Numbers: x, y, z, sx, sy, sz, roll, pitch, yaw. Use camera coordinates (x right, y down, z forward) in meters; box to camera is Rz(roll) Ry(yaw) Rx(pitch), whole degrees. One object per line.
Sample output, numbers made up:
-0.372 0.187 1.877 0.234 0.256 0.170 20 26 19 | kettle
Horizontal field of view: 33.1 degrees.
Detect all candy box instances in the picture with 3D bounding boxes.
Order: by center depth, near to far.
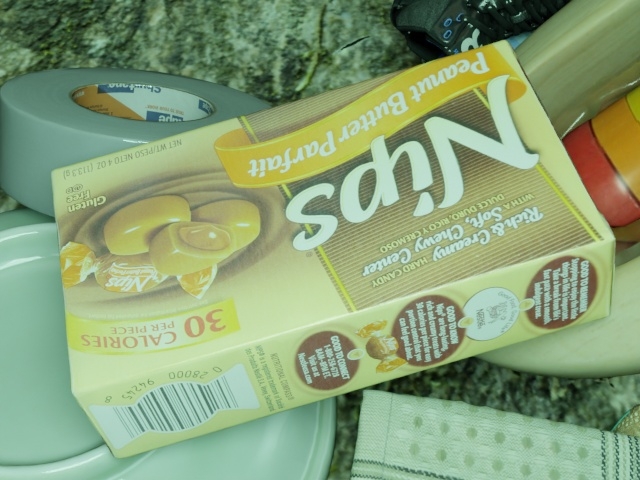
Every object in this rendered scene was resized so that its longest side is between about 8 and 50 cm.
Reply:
0.000 0.000 0.678 0.317 0.087 0.182 -16 51 -2 | candy box

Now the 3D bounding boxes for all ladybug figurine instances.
0.268 -0.060 0.752 0.449 0.162 0.305 -33 48 27 | ladybug figurine

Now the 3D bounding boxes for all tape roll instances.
-0.144 -0.077 0.858 0.219 0.072 0.219 8 20 -3 | tape roll

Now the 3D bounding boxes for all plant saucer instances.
-0.187 0.096 0.748 0.401 0.100 0.400 1 49 -2 | plant saucer

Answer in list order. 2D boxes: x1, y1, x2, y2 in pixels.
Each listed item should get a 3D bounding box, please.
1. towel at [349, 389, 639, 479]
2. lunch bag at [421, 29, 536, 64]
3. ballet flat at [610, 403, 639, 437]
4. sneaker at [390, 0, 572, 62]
0.151 0.251 0.609 0.324 0.056 0.312 11 63 -1 | towel
0.201 -0.181 0.979 0.219 0.090 0.176 -11 49 12 | lunch bag
0.290 0.165 0.715 0.206 0.067 0.073 19 16 12 | ballet flat
0.159 -0.184 0.892 0.217 0.079 0.121 10 60 37 | sneaker
